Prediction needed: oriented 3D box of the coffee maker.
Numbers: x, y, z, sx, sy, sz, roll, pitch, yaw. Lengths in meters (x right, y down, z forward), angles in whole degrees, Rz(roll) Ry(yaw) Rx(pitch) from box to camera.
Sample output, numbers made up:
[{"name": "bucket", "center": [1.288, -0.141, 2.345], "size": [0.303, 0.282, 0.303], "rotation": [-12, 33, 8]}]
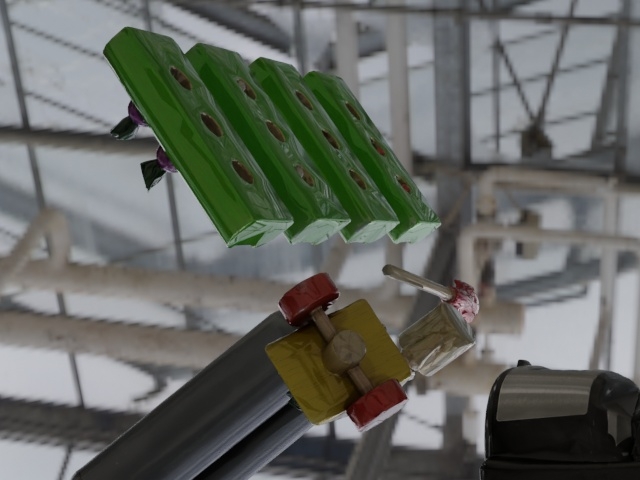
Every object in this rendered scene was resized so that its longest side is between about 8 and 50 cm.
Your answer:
[{"name": "coffee maker", "center": [0.168, 0.129, 0.682], "size": [0.178, 0.120, 0.171], "rotation": [-12, -130, 32]}]

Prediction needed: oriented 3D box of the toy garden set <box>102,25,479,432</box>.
[{"name": "toy garden set", "center": [0.000, 0.000, 0.758], "size": [0.204, 0.049, 0.244], "rotation": [56, -160, 14]}]

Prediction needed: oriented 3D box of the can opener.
[{"name": "can opener", "center": [-0.092, 0.161, 0.833], "size": [0.283, 0.076, 0.095], "rotation": [-40, -125, 8]}]
